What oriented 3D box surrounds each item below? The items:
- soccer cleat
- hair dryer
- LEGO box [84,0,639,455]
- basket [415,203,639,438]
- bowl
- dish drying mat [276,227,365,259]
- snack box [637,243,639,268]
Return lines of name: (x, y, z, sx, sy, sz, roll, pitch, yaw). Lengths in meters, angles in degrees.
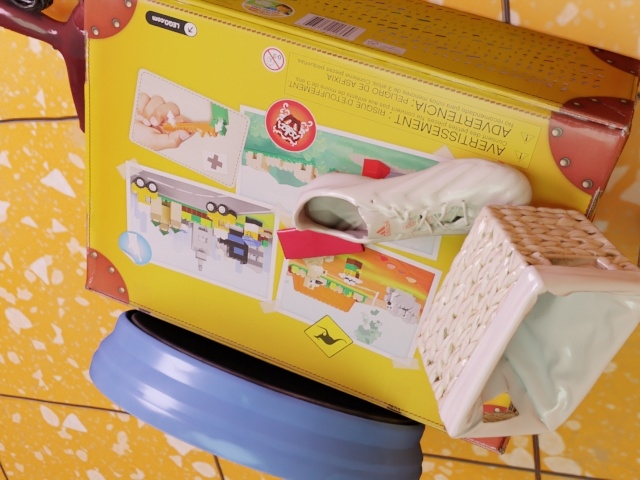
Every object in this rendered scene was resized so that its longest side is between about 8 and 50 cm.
soccer cleat: (0.071, -0.026, 0.666, 0.196, 0.076, 0.068, -1, 117, 24)
hair dryer: (-0.310, -0.253, 0.945, 0.224, 0.080, 0.293, -2, 127, 33)
LEGO box: (0.017, -0.055, 0.842, 0.500, 0.193, 0.372, 20, 125, 13)
basket: (0.157, 0.063, 0.640, 0.113, 0.103, 0.167, 3, 128, -24)
bowl: (-0.062, 0.172, 0.929, 0.391, 0.391, 0.077, 20, 89, 13)
dish drying mat: (0.000, 0.000, 0.756, 0.083, 0.008, 0.032, -6, 114, 28)
snack box: (0.395, 0.132, 0.783, 0.060, 0.187, 0.322, -21, 108, 33)
